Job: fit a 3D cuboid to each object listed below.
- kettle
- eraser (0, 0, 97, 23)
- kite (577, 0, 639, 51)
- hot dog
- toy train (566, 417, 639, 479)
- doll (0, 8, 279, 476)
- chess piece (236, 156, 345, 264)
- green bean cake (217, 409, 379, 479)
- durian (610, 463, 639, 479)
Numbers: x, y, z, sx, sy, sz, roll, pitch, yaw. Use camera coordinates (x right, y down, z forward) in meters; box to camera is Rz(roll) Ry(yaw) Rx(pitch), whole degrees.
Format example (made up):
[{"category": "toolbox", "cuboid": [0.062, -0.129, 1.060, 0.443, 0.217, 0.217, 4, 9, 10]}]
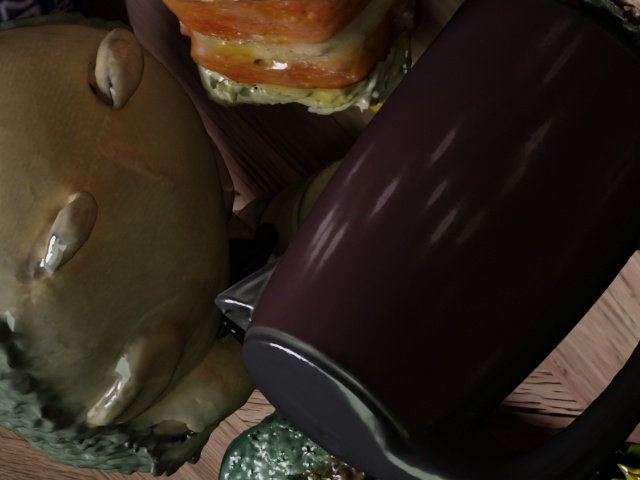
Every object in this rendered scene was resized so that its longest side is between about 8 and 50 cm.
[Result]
[{"category": "kettle", "cuboid": [0.081, 0.018, 0.836, 0.202, 0.232, 0.144, 34, 159, 13]}, {"category": "eraser", "cuboid": [-0.204, -0.142, 1.047, 0.068, 0.124, 0.210, 46, 161, 23]}, {"category": "kite", "cuboid": [0.194, -0.057, 0.842, 0.232, 0.009, 0.189, 36, 156, -3]}, {"category": "hot dog", "cuboid": [-0.016, -0.138, 0.862, 0.146, 0.103, 0.213, 7, 160, 8]}, {"category": "toy train", "cuboid": [0.247, 0.245, 1.218, 0.296, 0.100, 0.160, 46, 156, -21]}, {"category": "doll", "cuboid": [-0.138, 0.023, 1.033, 0.247, 0.247, 0.349, 26, 153, 19]}, {"category": "chess piece", "cuboid": [0.000, 0.000, 1.121, 0.090, 0.090, 0.200, 39, 164, -10]}, {"category": "green bean cake", "cuboid": [0.068, 0.236, 1.198, 0.300, 0.169, 0.308, 54, 180, 1]}, {"category": "durian", "cuboid": [0.269, 0.216, 1.025, 0.237, 0.200, 0.176, 57, -166, -17]}]
